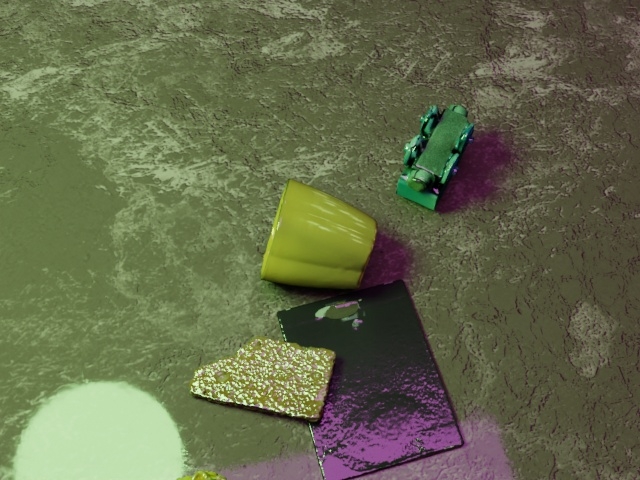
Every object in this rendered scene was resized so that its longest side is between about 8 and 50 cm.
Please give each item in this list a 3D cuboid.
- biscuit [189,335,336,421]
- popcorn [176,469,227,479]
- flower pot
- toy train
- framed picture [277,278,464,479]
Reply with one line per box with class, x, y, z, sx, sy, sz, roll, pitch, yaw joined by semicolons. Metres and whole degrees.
biscuit;-0.100;0.231;1.490;0.237;0.026;0.131;9;61;11
popcorn;-0.171;0.413;1.349;0.106;0.121;0.116;-14;94;-19
flower pot;0.000;0.000;1.543;0.179;0.195;0.195;15;61;-5
toy train;0.219;-0.161;1.639;0.107;0.154;0.197;25;65;10
framed picture;0.081;0.236;1.500;0.244;0.013;0.323;-14;61;-7
